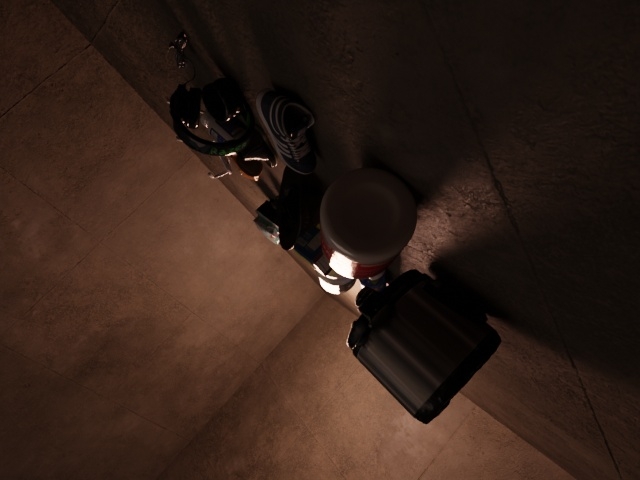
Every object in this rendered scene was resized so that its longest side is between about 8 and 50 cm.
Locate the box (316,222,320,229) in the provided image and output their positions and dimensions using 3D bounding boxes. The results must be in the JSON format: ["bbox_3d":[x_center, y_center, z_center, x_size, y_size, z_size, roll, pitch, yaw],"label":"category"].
[{"bbox_3d":[-0.031,-0.118,1.704,0.232,0.087,0.058,36,168,40],"label":"box"}]

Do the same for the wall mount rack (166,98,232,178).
[{"bbox_3d":[-0.486,-0.424,1.714,0.304,0.131,0.350,69,179,-64],"label":"wall mount rack"}]

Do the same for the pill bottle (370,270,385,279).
[{"bbox_3d":[0.173,0.066,1.612,0.180,0.108,0.108,48,169,-29],"label":"pill bottle"}]

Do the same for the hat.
[{"bbox_3d":[-0.067,-0.122,1.573,0.134,0.331,0.331,2,-175,-21],"label":"hat"}]

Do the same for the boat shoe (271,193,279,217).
[{"bbox_3d":[-0.190,-0.149,2.173,0.114,0.091,0.302,39,169,24],"label":"boat shoe"}]

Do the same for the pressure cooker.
[{"bbox_3d":[0.287,0.298,1.309,0.420,0.376,0.369,42,142,27],"label":"pressure cooker"}]

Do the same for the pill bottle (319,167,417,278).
[{"bbox_3d":[0.113,-0.018,1.140,0.229,0.229,0.407,41,170,10],"label":"pill bottle"}]

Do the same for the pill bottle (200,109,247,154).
[{"bbox_3d":[-0.376,-0.437,1.642,0.187,0.112,0.112,42,170,7],"label":"pill bottle"}]

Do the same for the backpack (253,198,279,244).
[{"bbox_3d":[-0.255,-0.089,2.451,0.225,0.191,0.253,35,172,35],"label":"backpack"}]

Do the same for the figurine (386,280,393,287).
[{"bbox_3d":[0.376,0.298,1.780,0.209,0.092,0.214,28,146,41],"label":"figurine"}]

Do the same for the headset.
[{"bbox_3d":[-0.356,-0.445,1.286,0.394,0.244,0.185,58,149,18],"label":"headset"}]

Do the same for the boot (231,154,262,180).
[{"bbox_3d":[-0.321,-0.325,1.854,0.283,0.109,0.220,44,166,27],"label":"boot"}]

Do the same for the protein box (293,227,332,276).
[{"bbox_3d":[0.000,0.000,1.735,0.200,0.201,0.136,34,167,41],"label":"protein box"}]

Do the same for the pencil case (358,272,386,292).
[{"bbox_3d":[0.229,0.184,1.847,0.133,0.119,0.306,53,175,23],"label":"pencil case"}]

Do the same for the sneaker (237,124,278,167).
[{"bbox_3d":[-0.244,-0.326,1.566,0.083,0.118,0.222,38,169,28],"label":"sneaker"}]

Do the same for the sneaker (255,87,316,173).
[{"bbox_3d":[-0.062,-0.274,1.134,0.153,0.099,0.282,35,165,46],"label":"sneaker"}]

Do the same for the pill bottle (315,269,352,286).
[{"bbox_3d":[0.077,0.126,1.961,0.204,0.204,0.361,41,171,14],"label":"pill bottle"}]

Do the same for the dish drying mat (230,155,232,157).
[{"bbox_3d":[-0.396,-0.380,1.794,0.083,0.008,0.032,49,159,53],"label":"dish drying mat"}]
